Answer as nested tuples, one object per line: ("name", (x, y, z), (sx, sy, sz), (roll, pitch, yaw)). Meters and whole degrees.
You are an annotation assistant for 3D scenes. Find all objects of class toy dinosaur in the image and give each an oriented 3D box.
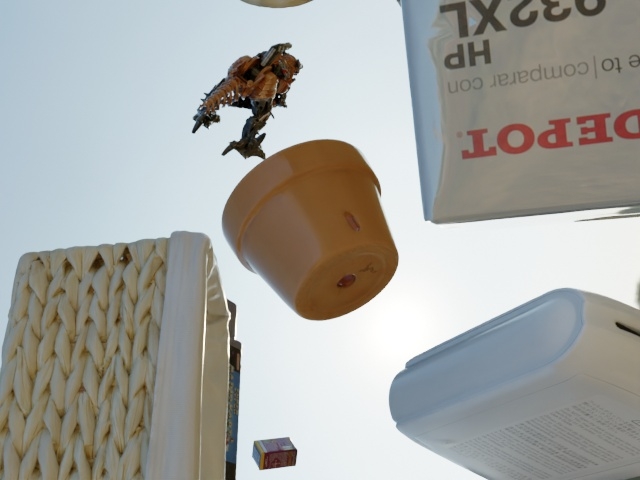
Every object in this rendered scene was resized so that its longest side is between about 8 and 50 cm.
("toy dinosaur", (-0.145, -0.286, 1.557), (0.322, 0.164, 0.218), (-7, -40, -50))

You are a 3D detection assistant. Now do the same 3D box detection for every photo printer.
("photo printer", (0.262, 0.171, 0.879), (0.256, 0.307, 0.107), (30, -129, -20))

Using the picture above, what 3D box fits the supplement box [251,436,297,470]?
("supplement box", (-0.097, 0.452, 1.732), (0.083, 0.055, 0.043), (0, -72, -22))

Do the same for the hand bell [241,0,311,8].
("hand bell", (-0.041, -0.336, 0.708), (0.242, 0.126, 0.126), (91, -161, -58))

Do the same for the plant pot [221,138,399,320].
("plant pot", (0.000, 0.000, 1.400), (0.291, 0.203, 0.291), (-20, -35, -15))

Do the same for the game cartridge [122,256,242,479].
("game cartridge", (-0.179, 0.208, 0.980), (0.230, 0.068, 0.355), (35, -132, -50))

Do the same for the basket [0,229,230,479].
("basket", (-0.104, 0.092, 0.424), (0.113, 0.103, 0.167), (90, 178, -61))

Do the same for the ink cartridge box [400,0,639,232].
("ink cartridge box", (0.152, -0.166, 0.410), (0.129, 0.223, 0.307), (1, -96, -76))

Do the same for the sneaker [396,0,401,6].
("sneaker", (0.138, -0.420, 1.349), (0.061, 0.152, 0.054), (-62, 4, 7))
